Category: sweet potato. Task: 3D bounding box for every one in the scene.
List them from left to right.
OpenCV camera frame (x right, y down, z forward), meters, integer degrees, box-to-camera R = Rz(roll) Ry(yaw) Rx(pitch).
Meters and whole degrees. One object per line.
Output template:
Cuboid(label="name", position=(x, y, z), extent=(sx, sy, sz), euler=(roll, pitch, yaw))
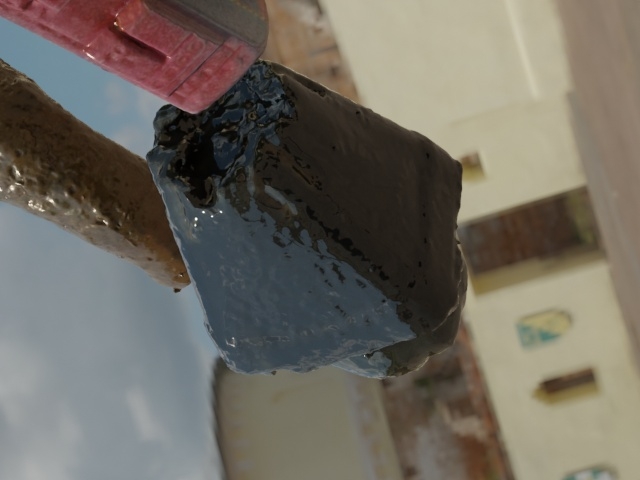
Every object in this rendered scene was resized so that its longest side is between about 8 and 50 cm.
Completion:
Cuboid(label="sweet potato", position=(-0.224, -0.071, 1.230), extent=(0.341, 0.092, 0.114), euler=(35, 175, -10))

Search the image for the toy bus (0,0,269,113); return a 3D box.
Cuboid(label="toy bus", position=(-0.106, -0.120, 0.718), extent=(0.192, 0.065, 0.077), euler=(25, -144, -37))

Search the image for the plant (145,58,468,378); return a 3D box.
Cuboid(label="plant", position=(0.000, 0.000, 1.023), extent=(0.256, 0.164, 0.142), euler=(42, -140, -46))
